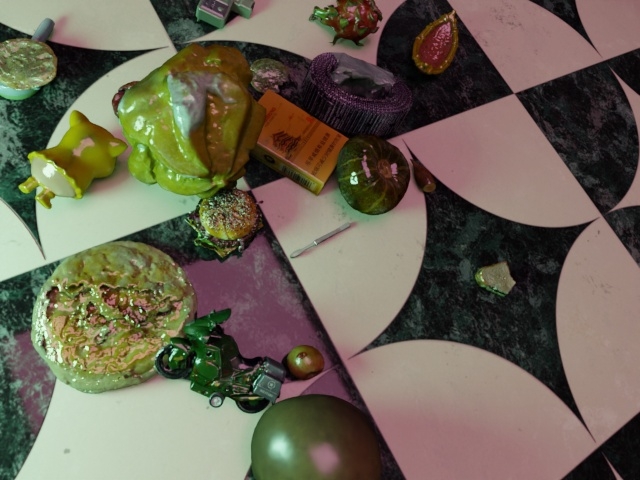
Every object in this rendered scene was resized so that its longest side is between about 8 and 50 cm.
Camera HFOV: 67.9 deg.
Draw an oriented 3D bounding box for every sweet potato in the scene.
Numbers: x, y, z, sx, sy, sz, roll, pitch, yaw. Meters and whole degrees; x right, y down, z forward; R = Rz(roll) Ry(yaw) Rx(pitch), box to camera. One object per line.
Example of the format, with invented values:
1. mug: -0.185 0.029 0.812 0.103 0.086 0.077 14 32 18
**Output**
1. sweet potato: 0.290 -0.192 1.376 0.050 0.049 0.117 -20 68 -22

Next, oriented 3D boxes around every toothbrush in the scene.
1. toothbrush: 0.001 -0.001 1.235 0.195 0.017 0.014 -29 78 -24

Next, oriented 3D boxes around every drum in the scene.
1. drum: -0.727 -0.459 1.206 0.130 0.049 0.253 31 64 -1

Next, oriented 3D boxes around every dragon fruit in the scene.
1. dragon fruit: 0.076 -0.687 1.484 0.236 0.135 0.136 0 66 8

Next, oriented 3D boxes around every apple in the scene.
1. apple: -0.034 0.275 1.079 0.084 0.083 0.071 -12 55 -19

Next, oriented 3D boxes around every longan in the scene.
1. longan: -0.010 0.429 0.935 0.259 0.258 0.257 5 67 -13

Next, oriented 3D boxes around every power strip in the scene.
1. power strip: -0.276 -0.726 1.440 0.145 0.061 0.215 21 65 -14

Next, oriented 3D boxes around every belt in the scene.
1. belt: 0.107 -0.418 1.353 0.325 0.122 0.260 4 53 -21

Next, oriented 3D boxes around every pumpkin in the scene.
1. pumpkin: 0.135 -0.167 1.269 0.219 0.162 0.218 12 71 -37

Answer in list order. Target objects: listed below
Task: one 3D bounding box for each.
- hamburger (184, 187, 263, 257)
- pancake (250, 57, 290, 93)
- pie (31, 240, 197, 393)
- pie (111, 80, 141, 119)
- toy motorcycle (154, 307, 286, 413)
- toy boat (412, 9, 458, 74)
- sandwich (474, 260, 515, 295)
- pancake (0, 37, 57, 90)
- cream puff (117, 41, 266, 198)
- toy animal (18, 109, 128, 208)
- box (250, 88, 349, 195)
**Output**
1. hamburger: -0.229 -0.055 1.153 0.164 0.093 0.189 34 66 0
2. pancake: -0.151 -0.483 1.387 0.116 0.022 0.129 36 64 4
3. pie: -0.435 0.154 1.019 0.340 0.077 0.338 7 67 -16
4. pie: -0.464 -0.350 1.242 0.154 0.038 0.153 6 70 -15
5. toy motorcycle: -0.191 0.251 1.005 0.275 0.125 0.187 31 89 -14
6. toy boat: 0.375 -0.630 1.552 0.141 0.099 0.317 32 61 -5
7. sandwich: 0.481 0.110 1.310 0.105 0.035 0.093 -10 72 -18
8. pancake: -0.719 -0.427 1.154 0.152 0.025 0.151 5 68 -14
9. cream puff: -0.270 -0.244 1.081 0.275 0.378 0.378 44 64 -7
10. toy animal: -0.570 -0.178 1.087 0.156 0.156 0.229 34 67 0
11. box: -0.074 -0.268 1.292 0.274 0.076 0.174 32 62 -1
